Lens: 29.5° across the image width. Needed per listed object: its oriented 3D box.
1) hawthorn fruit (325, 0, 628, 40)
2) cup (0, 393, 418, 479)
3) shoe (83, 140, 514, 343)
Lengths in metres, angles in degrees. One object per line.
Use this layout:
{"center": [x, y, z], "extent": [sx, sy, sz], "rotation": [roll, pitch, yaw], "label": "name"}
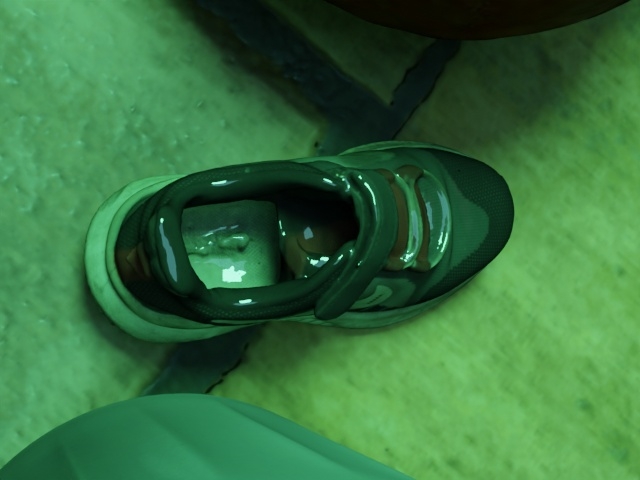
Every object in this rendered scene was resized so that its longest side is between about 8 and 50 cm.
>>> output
{"center": [0.084, -0.245, 0.535], "extent": [0.308, 0.325, 0.308], "rotation": [16, 57, -25], "label": "hawthorn fruit"}
{"center": [-0.041, 0.229, 0.466], "extent": [0.236, 0.327, 0.323], "rotation": [7, 85, -16], "label": "cup"}
{"center": [0.000, 0.000, 0.599], "extent": [0.227, 0.112, 0.099], "rotation": [-8, 89, -14], "label": "shoe"}
